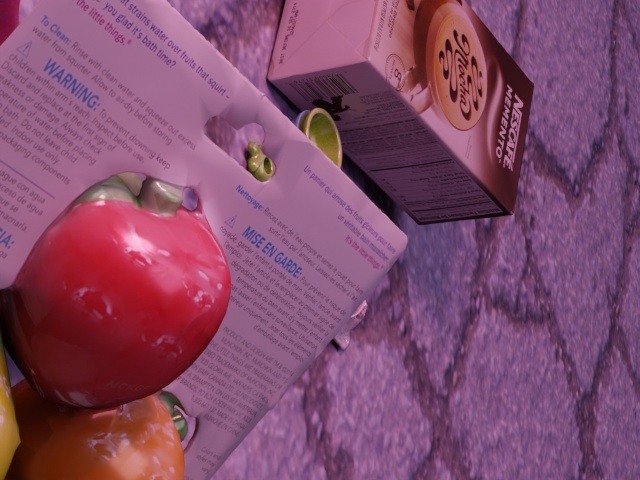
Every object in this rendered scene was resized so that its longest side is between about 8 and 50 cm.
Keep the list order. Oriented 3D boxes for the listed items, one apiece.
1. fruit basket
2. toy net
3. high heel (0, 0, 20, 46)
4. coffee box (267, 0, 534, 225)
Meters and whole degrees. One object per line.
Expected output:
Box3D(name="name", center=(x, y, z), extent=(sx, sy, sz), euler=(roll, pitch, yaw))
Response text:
Box3D(name="fruit basket", center=(-0.142, 0.063, 0.729), extent=(0.353, 0.165, 0.327), euler=(-54, 143, -3))
Box3D(name="toy net", center=(0.000, 0.000, 1.330), extent=(0.122, 0.045, 0.232), euler=(-48, 125, -58))
Box3D(name="high heel", center=(-0.188, -0.140, 0.838), extent=(0.117, 0.082, 0.244), euler=(-8, 124, -58))
Box3D(name="coffee box", center=(0.089, -0.158, 1.435), extent=(0.297, 0.119, 0.168), euler=(40, 53, -46))
